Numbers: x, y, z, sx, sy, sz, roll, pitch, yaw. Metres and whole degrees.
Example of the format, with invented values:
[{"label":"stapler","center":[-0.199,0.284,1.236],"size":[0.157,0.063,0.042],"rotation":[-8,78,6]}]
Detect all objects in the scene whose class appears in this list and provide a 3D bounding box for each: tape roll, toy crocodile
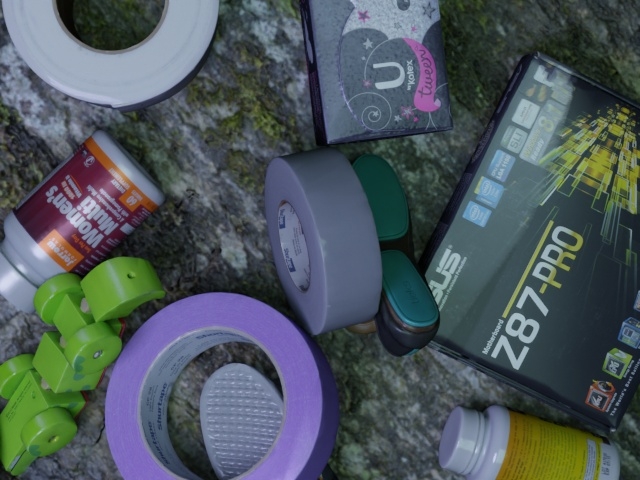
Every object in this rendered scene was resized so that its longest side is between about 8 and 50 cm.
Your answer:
[{"label":"tape roll","center":[-0.242,-0.280,1.392],"size":[0.246,0.169,0.246],"rotation":[0,94,-5]},{"label":"tape roll","center":[0.000,0.000,1.407],"size":[0.072,0.219,0.219],"rotation":[-13,96,-17]},{"label":"toy crocodile","center":[-0.305,0.153,1.415],"size":[0.115,0.105,0.341],"rotation":[49,119,32]},{"label":"tape roll","center":[-0.119,0.206,1.424],"size":[0.274,0.090,0.275],"rotation":[-4,75,15]}]

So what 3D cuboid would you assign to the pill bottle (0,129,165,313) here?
[{"label":"pill bottle","center":[-0.307,-0.021,1.429],"size":[0.221,0.121,0.121],"rotation":[-44,97,-1]}]

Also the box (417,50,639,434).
[{"label":"box","center":[0.317,0.003,1.503],"size":[0.318,0.097,0.395],"rotation":[27,93,-4]}]

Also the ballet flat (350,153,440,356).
[{"label":"ballet flat","center":[0.072,0.023,1.455],"size":[0.095,0.096,0.280],"rotation":[1,52,-18]}]

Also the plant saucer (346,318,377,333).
[{"label":"plant saucer","center":[0.055,0.080,1.514],"size":[0.083,0.015,0.083],"rotation":[0,89,8]}]

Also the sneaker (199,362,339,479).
[{"label":"sneaker","center":[-0.046,0.309,1.489],"size":[0.126,0.127,0.321],"rotation":[-31,71,6]}]

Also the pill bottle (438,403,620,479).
[{"label":"pill bottle","center":[0.267,0.283,1.510],"size":[0.215,0.117,0.117],"rotation":[18,93,-7]}]

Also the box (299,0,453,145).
[{"label":"box","center":[0.064,-0.247,1.436],"size":[0.163,0.142,0.247],"rotation":[-7,96,-4]}]

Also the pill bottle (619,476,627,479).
[{"label":"pill bottle","center":[0.381,0.375,1.553],"size":[0.067,0.067,0.120],"rotation":[22,92,-7]}]
